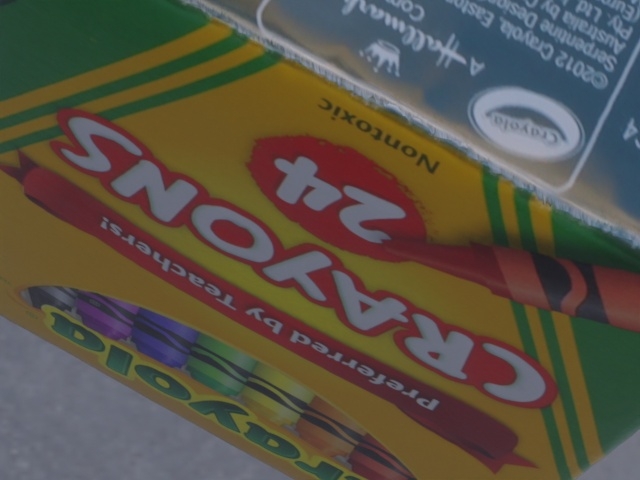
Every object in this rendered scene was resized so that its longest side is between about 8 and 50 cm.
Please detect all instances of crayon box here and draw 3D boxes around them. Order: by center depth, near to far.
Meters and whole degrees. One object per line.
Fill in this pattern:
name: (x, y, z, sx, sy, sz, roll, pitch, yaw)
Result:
crayon box: (0.000, 0.000, 0.579, 0.202, 0.318, 0.081, 28, 66, 1)
